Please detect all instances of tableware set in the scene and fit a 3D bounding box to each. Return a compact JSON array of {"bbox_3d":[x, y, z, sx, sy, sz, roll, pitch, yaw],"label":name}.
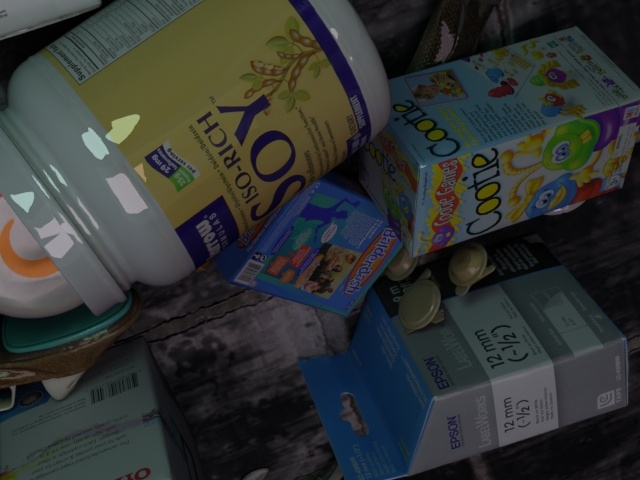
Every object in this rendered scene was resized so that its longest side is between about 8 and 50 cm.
[{"bbox_3d":[0.135,0.024,1.334,0.141,0.169,0.020,-41,132,23],"label":"tableware set"}]

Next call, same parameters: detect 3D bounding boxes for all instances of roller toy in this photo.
[{"bbox_3d":[-0.308,-0.025,1.181,0.191,0.146,0.209,-10,113,-17],"label":"roller toy"}]

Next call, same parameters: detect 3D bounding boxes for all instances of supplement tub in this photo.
[{"bbox_3d":[-0.129,-0.110,1.014,0.331,0.241,0.241,-37,124,-10],"label":"supplement tub"}]

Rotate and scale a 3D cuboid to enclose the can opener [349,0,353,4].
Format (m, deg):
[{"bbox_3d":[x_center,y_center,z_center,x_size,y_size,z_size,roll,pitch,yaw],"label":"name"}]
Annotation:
[{"bbox_3d":[-0.075,-0.302,1.126,0.280,0.093,0.074,19,112,-30],"label":"can opener"}]

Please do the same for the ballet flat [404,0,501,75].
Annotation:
[{"bbox_3d":[0.139,-0.220,1.259,0.084,0.058,0.250,-3,128,-35],"label":"ballet flat"}]

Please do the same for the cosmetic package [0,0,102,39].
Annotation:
[{"bbox_3d":[-0.324,-0.371,0.944,0.155,0.197,0.366,-19,124,-6],"label":"cosmetic package"}]

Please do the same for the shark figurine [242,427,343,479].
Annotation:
[{"bbox_3d":[-0.052,0.380,1.521,0.278,0.116,0.166,-20,125,-2],"label":"shark figurine"}]

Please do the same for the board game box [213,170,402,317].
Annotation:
[{"bbox_3d":[0.000,0.000,1.311,0.210,0.047,0.160,21,113,-46],"label":"board game box"}]

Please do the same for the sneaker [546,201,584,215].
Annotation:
[{"bbox_3d":[0.268,-0.064,1.385,0.152,0.054,0.061,-12,120,-9],"label":"sneaker"}]

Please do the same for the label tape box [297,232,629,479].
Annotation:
[{"bbox_3d":[0.159,0.137,1.353,0.347,0.249,0.115,-15,123,-8],"label":"label tape box"}]

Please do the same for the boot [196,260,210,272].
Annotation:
[{"bbox_3d":[-0.105,-0.116,1.216,0.211,0.104,0.295,-26,126,-5],"label":"boot"}]

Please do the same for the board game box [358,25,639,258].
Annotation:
[{"bbox_3d":[0.196,-0.112,1.241,0.275,0.144,0.142,-17,139,-16],"label":"board game box"}]

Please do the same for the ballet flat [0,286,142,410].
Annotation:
[{"bbox_3d":[-0.361,0.142,1.288,0.342,0.116,0.124,-16,127,-3],"label":"ballet flat"}]

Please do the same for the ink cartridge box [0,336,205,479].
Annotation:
[{"bbox_3d":[-0.249,0.294,1.314,0.198,0.270,0.197,-22,123,-3],"label":"ink cartridge box"}]
